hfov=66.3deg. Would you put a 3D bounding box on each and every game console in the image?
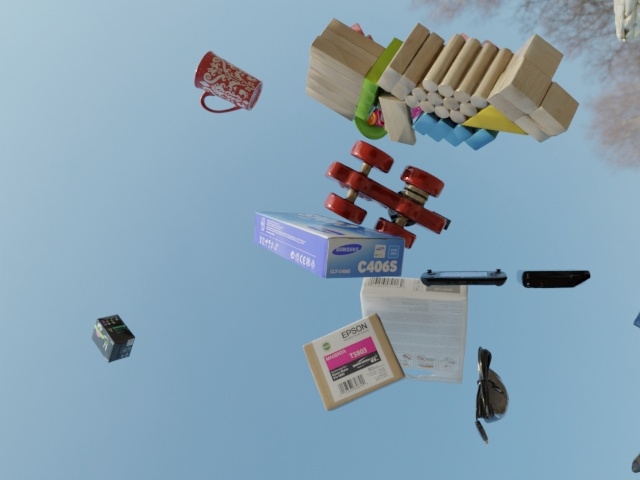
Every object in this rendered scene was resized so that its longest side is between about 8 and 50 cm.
[{"bbox_3d":[0.417,0.087,1.148,0.213,0.360,0.044,9,-100,-72],"label":"game console"}]

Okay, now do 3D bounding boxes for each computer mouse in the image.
[{"bbox_3d":[0.395,0.380,1.115,0.262,0.060,0.184,65,-147,-43],"label":"computer mouse"}]

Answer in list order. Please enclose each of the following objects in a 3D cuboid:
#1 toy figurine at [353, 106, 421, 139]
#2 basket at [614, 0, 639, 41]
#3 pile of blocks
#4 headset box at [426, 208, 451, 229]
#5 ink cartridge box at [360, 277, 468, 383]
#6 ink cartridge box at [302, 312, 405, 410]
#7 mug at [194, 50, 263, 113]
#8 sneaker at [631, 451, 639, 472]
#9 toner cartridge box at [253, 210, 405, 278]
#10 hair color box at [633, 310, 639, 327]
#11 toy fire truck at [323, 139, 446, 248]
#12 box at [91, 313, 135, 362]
[{"bbox_3d":[0.164,-0.315,1.056,0.130,0.159,0.173,-8,-84,-37],"label":"toy figurine"},{"bbox_3d":[0.259,-0.235,0.328,0.167,0.103,0.114,51,-134,-51],"label":"basket"},{"bbox_3d":[0.149,-0.210,0.645,0.361,0.149,0.113,23,-112,27],"label":"pile of blocks"},{"bbox_3d":[0.311,-0.058,1.329,0.062,0.083,0.032,26,-86,-11],"label":"headset box"},{"bbox_3d":[0.295,0.284,1.528,0.091,0.307,0.385,-70,-23,-50],"label":"ink cartridge box"},{"bbox_3d":[0.093,0.338,1.365,0.234,0.088,0.193,-25,-111,3],"label":"ink cartridge box"},{"bbox_3d":[-0.264,-0.440,1.415,0.169,0.150,0.113,26,-132,-1],"label":"mug"},{"bbox_3d":[0.532,0.383,0.690,0.078,0.106,0.234,25,-157,-18],"label":"sneaker"},{"bbox_3d":[0.000,0.000,0.996,0.165,0.347,0.075,0,-80,-29],"label":"toner cartridge box"},{"bbox_3d":[0.823,0.218,0.952,0.173,0.347,0.105,25,-83,-14],"label":"hair color box"},{"bbox_3d":[0.148,-0.107,1.173,0.302,0.254,0.170,27,-83,0],"label":"toy fire truck"},{"bbox_3d":[-0.460,0.216,1.086,0.083,0.062,0.052,39,-153,28],"label":"box"}]
